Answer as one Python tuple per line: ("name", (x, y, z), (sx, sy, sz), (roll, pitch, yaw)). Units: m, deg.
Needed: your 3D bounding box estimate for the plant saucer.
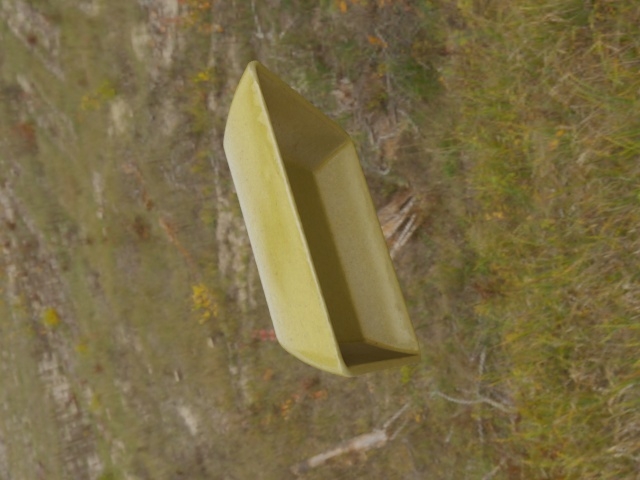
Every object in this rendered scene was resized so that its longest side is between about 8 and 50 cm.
("plant saucer", (0.000, 0.000, 0.854), (0.081, 0.333, 0.333), (-21, 77, 17))
